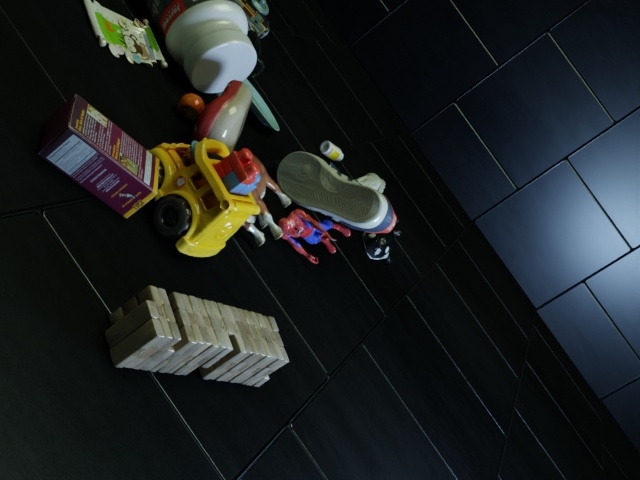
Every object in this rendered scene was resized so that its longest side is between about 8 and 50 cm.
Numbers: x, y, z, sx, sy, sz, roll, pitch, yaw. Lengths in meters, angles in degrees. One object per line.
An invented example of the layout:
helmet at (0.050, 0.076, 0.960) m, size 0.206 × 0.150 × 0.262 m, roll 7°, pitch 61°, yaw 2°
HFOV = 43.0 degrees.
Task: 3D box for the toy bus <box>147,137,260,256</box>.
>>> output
toy bus at (-0.209, -0.112, 1.479) m, size 0.220 × 0.211 × 0.149 m, roll 59°, pitch 22°, yaw 17°

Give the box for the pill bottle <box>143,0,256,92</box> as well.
pill bottle at (-0.301, -0.553, 1.979) m, size 0.210 × 0.210 × 0.363 m, roll 17°, pitch 41°, yaw -59°

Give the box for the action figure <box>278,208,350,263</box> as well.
action figure at (0.000, 0.000, 1.914) m, size 0.139 × 0.091 × 0.280 m, roll 47°, pitch 15°, yaw 27°

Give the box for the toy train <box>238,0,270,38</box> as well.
toy train at (-0.284, -0.720, 2.410) m, size 0.334 × 0.142 × 0.190 m, roll 46°, pitch 31°, yaw -20°

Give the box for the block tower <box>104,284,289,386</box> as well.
block tower at (-0.181, 0.156, 1.277) m, size 0.335 × 0.097 × 0.091 m, roll 25°, pitch 36°, yaw -55°

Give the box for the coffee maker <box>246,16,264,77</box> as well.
coffee maker at (-0.229, -0.518, 2.197) m, size 0.171 × 0.120 × 0.178 m, roll 42°, pitch 27°, yaw -6°

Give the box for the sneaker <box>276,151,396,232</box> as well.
sneaker at (0.041, -0.106, 2.017) m, size 0.350 × 0.131 × 0.148 m, roll 33°, pitch 2°, yaw 35°

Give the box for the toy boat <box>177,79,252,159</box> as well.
toy boat at (-0.247, -0.282, 1.816) m, size 0.151 × 0.151 × 0.231 m, roll 19°, pitch 26°, yaw -5°

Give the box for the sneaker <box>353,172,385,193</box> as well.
sneaker at (0.132, -0.158, 2.477) m, size 0.095 × 0.090 × 0.235 m, roll 41°, pitch 26°, yaw -14°

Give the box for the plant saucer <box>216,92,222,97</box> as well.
plant saucer at (-0.229, -0.372, 2.121) m, size 0.119 × 0.021 × 0.119 m, roll 45°, pitch 21°, yaw -23°

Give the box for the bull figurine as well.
bull figurine at (-0.159, -0.090, 1.714) m, size 0.188 × 0.101 × 0.310 m, roll 52°, pitch 22°, yaw -17°

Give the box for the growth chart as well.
growth chart at (-0.433, -0.458, 1.811) m, size 0.237 × 0.021 × 0.172 m, roll 7°, pitch 51°, yaw -62°

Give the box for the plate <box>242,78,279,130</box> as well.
plate at (-0.174, -0.370, 2.202) m, size 0.188 × 0.024 × 0.188 m, roll 54°, pitch 10°, yaw -14°

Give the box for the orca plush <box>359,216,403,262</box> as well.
orca plush at (0.206, -0.021, 2.401) m, size 0.151 × 0.102 × 0.287 m, roll 58°, pitch 20°, yaw 9°

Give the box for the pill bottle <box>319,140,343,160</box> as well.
pill bottle at (0.037, -0.275, 2.520) m, size 0.083 × 0.043 × 0.043 m, roll 28°, pitch 32°, yaw -50°

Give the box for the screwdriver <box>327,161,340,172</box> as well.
screwdriver at (0.070, -0.179, 2.490) m, size 0.170 × 0.025 × 0.024 m, roll 51°, pitch 18°, yaw -34°

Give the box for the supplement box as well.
supplement box at (-0.366, -0.139, 1.358) m, size 0.188 × 0.080 × 0.104 m, roll 40°, pitch 25°, yaw -34°
